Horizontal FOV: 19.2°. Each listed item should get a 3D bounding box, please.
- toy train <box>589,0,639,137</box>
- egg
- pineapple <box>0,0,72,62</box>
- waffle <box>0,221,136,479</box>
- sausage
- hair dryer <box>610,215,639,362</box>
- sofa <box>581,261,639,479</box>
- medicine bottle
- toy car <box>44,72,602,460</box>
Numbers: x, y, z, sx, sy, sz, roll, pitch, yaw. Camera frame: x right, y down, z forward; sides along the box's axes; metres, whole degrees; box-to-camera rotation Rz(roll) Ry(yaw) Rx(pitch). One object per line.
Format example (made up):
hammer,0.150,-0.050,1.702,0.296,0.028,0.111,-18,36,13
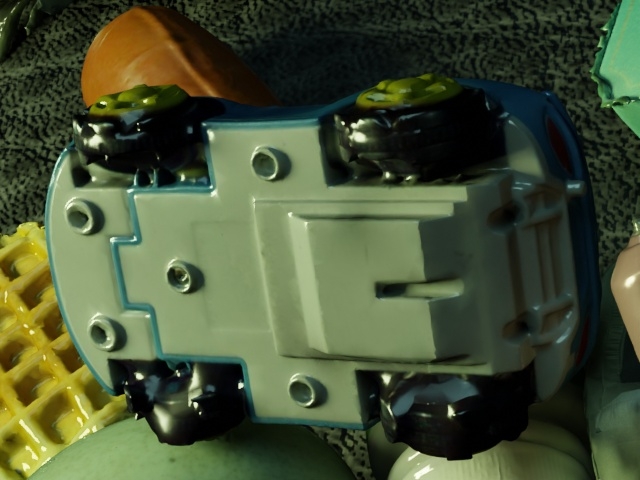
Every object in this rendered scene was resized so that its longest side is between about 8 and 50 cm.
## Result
toy train,0.271,-0.137,1.217,0.163,0.112,0.203,-13,43,44
egg,-0.085,0.184,1.100,0.236,0.169,0.169,-19,46,15
pineapple,-0.183,-0.229,1.550,0.277,0.119,0.130,-11,93,21
waffle,-0.200,0.083,1.328,0.261,0.056,0.250,-2,52,24
sausage,-0.091,-0.079,1.359,0.133,0.133,0.258,-36,46,-4
hair dryer,0.196,0.158,0.896,0.210,0.125,0.353,-20,81,0
sofa,0.262,0.103,1.053,0.210,0.176,0.225,-14,19,17
medicine bottle,0.091,0.103,1.101,0.139,0.139,0.237,-16,47,15
toy car,0.000,0.000,1.021,0.314,0.198,0.166,-1,18,29
